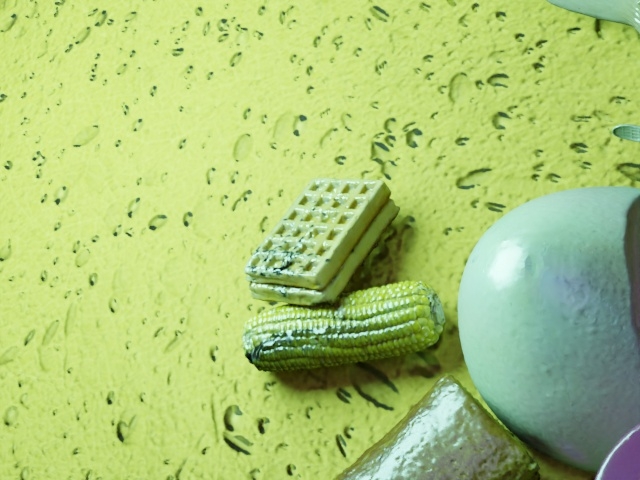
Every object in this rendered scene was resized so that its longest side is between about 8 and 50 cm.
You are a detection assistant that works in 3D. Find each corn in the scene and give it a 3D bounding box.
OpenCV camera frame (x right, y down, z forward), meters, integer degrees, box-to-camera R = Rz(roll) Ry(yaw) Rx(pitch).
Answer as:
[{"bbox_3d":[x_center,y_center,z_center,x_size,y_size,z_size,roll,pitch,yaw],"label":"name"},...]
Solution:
[{"bbox_3d":[0.020,0.084,1.395,0.203,0.072,0.072,-10,62,19],"label":"corn"}]

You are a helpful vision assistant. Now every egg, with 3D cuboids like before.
[{"bbox_3d":[0.214,0.064,1.266,0.206,0.162,0.271,-21,58,11],"label":"egg"}]

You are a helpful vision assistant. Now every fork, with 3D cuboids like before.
[{"bbox_3d":[0.361,-0.062,1.342,0.219,0.034,0.028,28,70,31],"label":"fork"}]

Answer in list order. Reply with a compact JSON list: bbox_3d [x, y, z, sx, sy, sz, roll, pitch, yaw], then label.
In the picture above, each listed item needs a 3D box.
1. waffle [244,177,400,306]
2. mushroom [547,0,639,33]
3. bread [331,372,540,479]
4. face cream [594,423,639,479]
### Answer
[{"bbox_3d":[0.000,0.000,1.424,0.102,0.042,0.148,6,45,39],"label":"waffle"},{"bbox_3d":[0.247,-0.309,1.456,0.154,0.137,0.407,-32,50,-9],"label":"mushroom"},{"bbox_3d":[0.093,0.216,1.277,0.172,0.103,0.132,-43,61,-2],"label":"bread"},{"bbox_3d":[0.306,0.235,1.124,0.175,0.195,0.175,-9,63,17],"label":"face cream"}]
